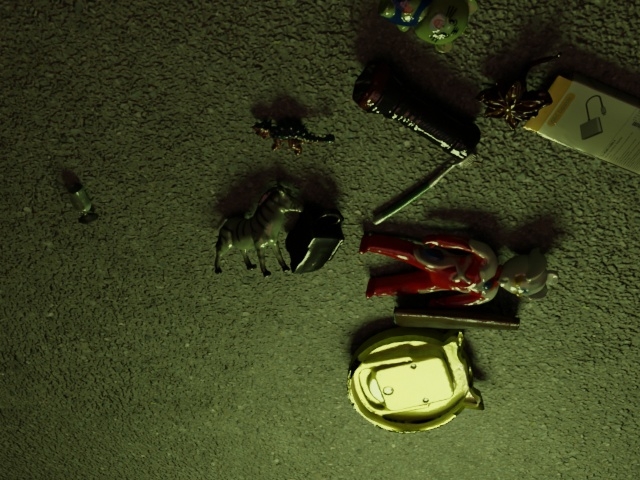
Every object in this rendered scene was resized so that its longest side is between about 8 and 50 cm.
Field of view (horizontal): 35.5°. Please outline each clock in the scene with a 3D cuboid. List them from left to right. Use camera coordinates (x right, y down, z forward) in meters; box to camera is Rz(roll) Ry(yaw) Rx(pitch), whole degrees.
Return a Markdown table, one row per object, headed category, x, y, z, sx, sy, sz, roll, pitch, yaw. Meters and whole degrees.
| category | x | y | z | sx | sy | sz | roll | pitch | yaw |
| --- | --- | --- | --- | --- | --- | --- | --- | --- | --- |
| clock | 0.202 | 0.302 | 2.211 | 0.293 | 0.071 | 0.277 | -9 | 121 | 7 |

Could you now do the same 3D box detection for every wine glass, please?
| category | x | y | z | sx | sy | sz | roll | pitch | yaw |
| --- | --- | --- | --- | --- | --- | --- | --- | --- | --- |
| wine glass | -0.474 | -0.075 | 1.995 | 0.042 | 0.039 | 0.083 | 0 | 129 | 13 |

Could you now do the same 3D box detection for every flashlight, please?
| category | x | y | z | sx | sy | sz | roll | pitch | yaw |
| --- | --- | --- | --- | --- | --- | --- | --- | --- | --- |
| flashlight | 0.167 | -0.218 | 1.712 | 0.232 | 0.093 | 0.093 | 28 | 132 | -23 |

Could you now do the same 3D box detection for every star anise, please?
| category | x | y | z | sx | sy | sz | roll | pitch | yaw |
| --- | --- | --- | --- | --- | --- | --- | --- | --- | --- |
| star anise | 0.336 | -0.250 | 1.650 | 0.097 | 0.070 | 0.190 | 39 | 148 | -11 |

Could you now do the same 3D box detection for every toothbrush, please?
| category | x | y | z | sx | sy | sz | roll | pitch | yaw |
| --- | --- | --- | --- | --- | --- | --- | --- | --- | --- |
| toothbrush | 0.191 | -0.096 | 1.867 | 0.024 | 0.018 | 0.257 | 33 | 130 | -29 |

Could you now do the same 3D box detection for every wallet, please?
| category | x | y | z | sx | sy | sz | roll | pitch | yaw |
| --- | --- | --- | --- | --- | --- | --- | --- | --- | --- |
| wallet | 0.276 | 0.164 | 2.052 | 0.255 | 0.031 | 0.137 | 4 | 169 | 7 |

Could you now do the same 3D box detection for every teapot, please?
| category | x | y | z | sx | sy | sz | roll | pitch | yaw |
| --- | --- | --- | --- | --- | --- | --- | --- | --- | --- |
| teapot | 0.000 | 0.000 | 1.953 | 0.096 | 0.087 | 0.177 | 4 | 139 | -23 |

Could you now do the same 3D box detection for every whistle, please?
| category | x | y | z | sx | sy | sz | roll | pitch | yaw |
| --- | --- | --- | --- | --- | --- | --- | --- | --- | --- |
| whistle | 0.140 | -0.376 | 1.558 | 0.227 | 0.085 | 0.105 | 25 | 124 | -13 |

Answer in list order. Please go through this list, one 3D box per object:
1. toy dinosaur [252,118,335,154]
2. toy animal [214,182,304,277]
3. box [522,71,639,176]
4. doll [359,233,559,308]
| category | x | y | z | sx | sy | sz | roll | pitch | yaw |
| --- | --- | --- | --- | --- | --- | --- | --- | --- | --- |
| toy dinosaur | -0.049 | -0.190 | 1.798 | 0.154 | 0.049 | 0.055 | 8 | 131 | 10 |
| toy animal | -0.128 | -0.018 | 1.949 | 0.216 | 0.073 | 0.176 | -2 | 102 | 37 |
| box | 0.483 | -0.200 | 1.703 | 0.247 | 0.033 | 0.129 | 21 | 134 | -10 |
| doll | 0.270 | 0.062 | 1.959 | 0.383 | 0.099 | 0.188 | 0 | 134 | 15 |
